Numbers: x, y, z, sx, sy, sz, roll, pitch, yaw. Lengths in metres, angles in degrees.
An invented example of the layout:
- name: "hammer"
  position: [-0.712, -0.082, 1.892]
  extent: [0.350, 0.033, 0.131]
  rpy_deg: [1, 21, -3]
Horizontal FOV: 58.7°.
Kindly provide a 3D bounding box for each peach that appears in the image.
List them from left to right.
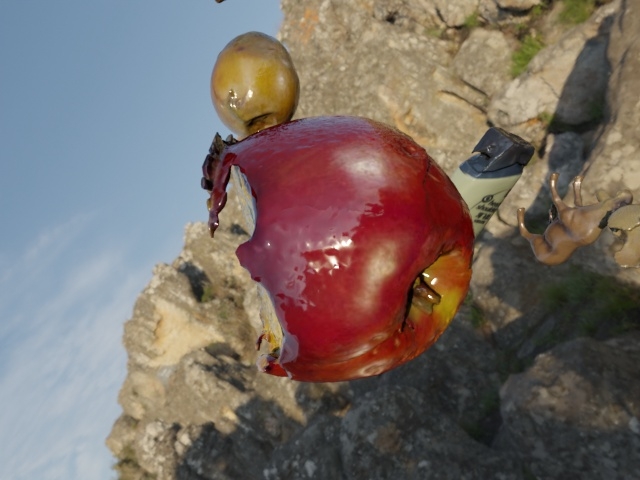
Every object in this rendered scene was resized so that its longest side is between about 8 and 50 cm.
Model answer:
- name: "peach"
  position: [0.000, 0.000, 0.785]
  extent: [0.353, 0.416, 0.339]
  rpy_deg: [-27, -56, -38]

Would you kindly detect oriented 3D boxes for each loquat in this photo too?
- name: "loquat"
  position: [-0.131, -0.306, 1.127]
  extent: [0.179, 0.179, 0.227]
  rpy_deg: [118, 146, -53]

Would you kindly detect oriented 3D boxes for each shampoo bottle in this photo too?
- name: "shampoo bottle"
  position: [0.231, -0.030, 1.004]
  extent: [0.134, 0.078, 0.359]
  rpy_deg: [4, -53, -41]

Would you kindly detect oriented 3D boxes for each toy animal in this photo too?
- name: "toy animal"
  position: [0.421, -0.023, 0.896]
  extent: [0.214, 0.093, 0.186]
  rpy_deg: [118, 150, -48]

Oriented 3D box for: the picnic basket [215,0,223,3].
- name: "picnic basket"
  position: [-0.221, -0.608, 1.262]
  extent: [0.193, 0.054, 0.110]
  rpy_deg: [-99, -10, -46]
